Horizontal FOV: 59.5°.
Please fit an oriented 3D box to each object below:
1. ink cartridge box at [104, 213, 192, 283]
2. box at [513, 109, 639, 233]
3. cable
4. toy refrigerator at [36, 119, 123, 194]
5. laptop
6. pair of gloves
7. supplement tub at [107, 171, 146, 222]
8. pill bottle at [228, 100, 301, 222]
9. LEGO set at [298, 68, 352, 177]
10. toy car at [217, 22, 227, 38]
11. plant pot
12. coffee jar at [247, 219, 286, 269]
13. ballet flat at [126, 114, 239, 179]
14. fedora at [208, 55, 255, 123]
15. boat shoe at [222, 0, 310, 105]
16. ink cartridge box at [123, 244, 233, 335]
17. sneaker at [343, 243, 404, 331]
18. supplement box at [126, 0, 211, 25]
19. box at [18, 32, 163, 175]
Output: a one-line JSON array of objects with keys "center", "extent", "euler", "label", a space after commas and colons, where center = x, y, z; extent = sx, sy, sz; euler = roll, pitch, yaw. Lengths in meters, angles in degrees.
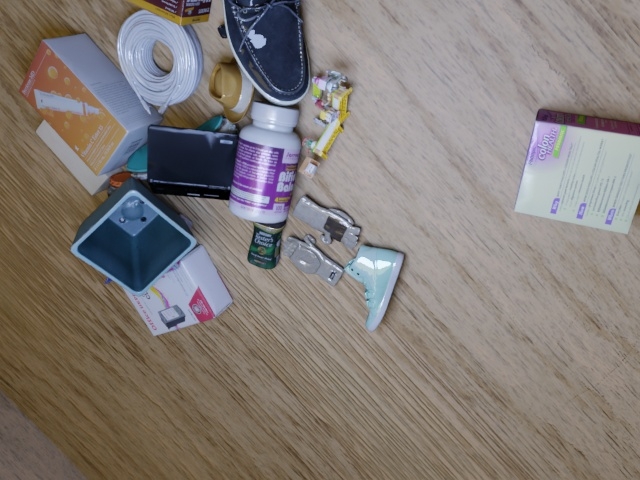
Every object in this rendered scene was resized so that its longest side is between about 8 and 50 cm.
[{"center": [-0.561, 0.044, 1.824], "extent": [0.311, 0.186, 0.065], "euler": [-18, 136, 30], "label": "ink cartridge box"}, {"center": [0.576, -0.155, 1.232], "extent": [0.242, 0.117, 0.214], "euler": [13, 119, 18], "label": "box"}, {"center": [-0.442, -0.507, 1.553], "extent": [0.257, 0.089, 0.257], "euler": [-27, 100, 32], "label": "cable"}, {"center": [-0.778, -0.289, 1.817], "extent": [0.102, 0.094, 0.269], "euler": [-39, 95, 27], "label": "toy refrigerator"}, {"center": [-0.359, -0.209, 1.572], "extent": [0.234, 0.264, 0.137], "euler": [5, 83, -11], "label": "laptop"}, {"center": [0.000, 0.000, 1.625], "extent": [0.204, 0.042, 0.240], "euler": [26, 124, 7], "label": "pair of gloves"}, {"center": [-0.625, -0.117, 1.813], "extent": [0.117, 0.117, 0.191], "euler": [13, 119, 19], "label": "supplement tub"}, {"center": [-0.143, -0.211, 1.496], "extent": [0.169, 0.169, 0.302], "euler": [17, 108, 17], "label": "pill bottle"}, {"center": [-0.007, -0.309, 1.432], "extent": [0.107, 0.132, 0.287], "euler": [33, 130, 17], "label": "LEGO set"}, {"center": [-0.209, -0.525, 1.461], "extent": [0.122, 0.040, 0.060], "euler": [45, 103, 2], "label": "toy car"}, {"center": [-0.552, -0.040, 1.661], "extent": [0.248, 0.252, 0.247], "euler": [-42, 123, 5], "label": "plant pot"}, {"center": [-0.160, -0.010, 1.670], "extent": [0.096, 0.079, 0.184], "euler": [18, 121, 11], "label": "coffee jar"}, {"center": [-0.395, -0.240, 1.645], "extent": [0.408, 0.147, 0.147], "euler": [-13, 108, 30], "label": "ballet flat"}, {"center": [-0.240, -0.405, 1.462], "extent": [0.194, 0.079, 0.195], "euler": [-8, 80, 54], "label": "fedora"}, {"center": [-0.137, -0.564, 1.311], "extent": [0.186, 0.156, 0.501], "euler": [-19, 108, -15], "label": "boat shoe"}, {"center": [-0.481, 0.174, 1.883], "extent": [0.306, 0.131, 0.226], "euler": [-21, 105, 30], "label": "ink cartridge box"}, {"center": [0.132, 0.130, 1.593], "extent": [0.151, 0.094, 0.256], "euler": [18, 111, 9], "label": "sneaker"}, {"center": [-0.378, -0.678, 1.412], "extent": [0.191, 0.129, 0.194], "euler": [27, 123, 10], "label": "supplement box"}, {"center": [-0.682, -0.403, 1.667], "extent": [0.345, 0.168, 0.215], "euler": [47, 124, -2], "label": "box"}]
